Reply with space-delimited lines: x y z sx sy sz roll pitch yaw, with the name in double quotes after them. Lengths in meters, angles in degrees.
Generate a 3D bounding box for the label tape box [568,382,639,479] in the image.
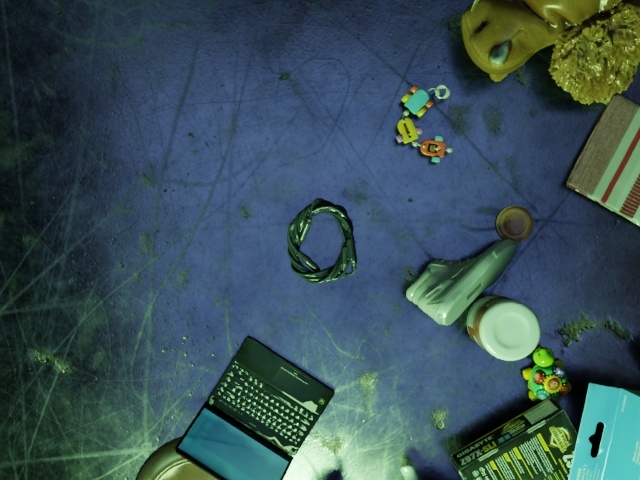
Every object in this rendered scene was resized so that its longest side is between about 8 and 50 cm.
0.689 0.438 1.571 0.333 0.106 0.241 9 98 2 "label tape box"

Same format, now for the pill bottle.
0.371 0.176 1.641 0.121 0.216 0.121 0 90 1 "pill bottle"

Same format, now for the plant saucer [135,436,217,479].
-0.264 0.583 1.725 0.310 0.050 0.311 0 89 -1 "plant saucer"

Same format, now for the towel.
0.732 -0.146 1.734 0.329 0.037 0.237 29 88 -1 "towel"

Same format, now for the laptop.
-0.134 0.382 1.681 0.234 0.136 0.264 33 90 0 "laptop"

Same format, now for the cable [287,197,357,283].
0.000 0.000 1.733 0.150 0.047 0.185 -9 92 5 "cable"

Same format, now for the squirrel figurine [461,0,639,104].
0.500 -0.454 1.625 0.370 0.281 0.397 -44 87 6 "squirrel figurine"

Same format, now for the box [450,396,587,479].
0.464 0.538 1.683 0.257 0.079 0.322 -31 100 -2 "box"

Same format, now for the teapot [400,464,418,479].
0.269 0.637 1.664 0.252 0.187 0.256 9 117 19 "teapot"

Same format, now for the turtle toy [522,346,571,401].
0.492 0.293 1.715 0.095 0.066 0.130 -16 90 0 "turtle toy"

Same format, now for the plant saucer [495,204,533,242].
0.428 -0.036 1.743 0.083 0.013 0.084 0 90 1 "plant saucer"

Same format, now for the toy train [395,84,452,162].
0.228 -0.256 1.731 0.125 0.046 0.166 4 93 -1 "toy train"

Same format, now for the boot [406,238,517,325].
0.301 0.062 1.705 0.258 0.095 0.123 -39 55 -23 "boot"
